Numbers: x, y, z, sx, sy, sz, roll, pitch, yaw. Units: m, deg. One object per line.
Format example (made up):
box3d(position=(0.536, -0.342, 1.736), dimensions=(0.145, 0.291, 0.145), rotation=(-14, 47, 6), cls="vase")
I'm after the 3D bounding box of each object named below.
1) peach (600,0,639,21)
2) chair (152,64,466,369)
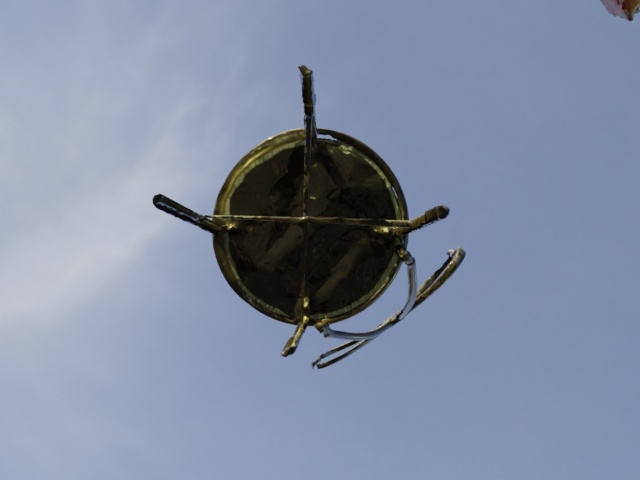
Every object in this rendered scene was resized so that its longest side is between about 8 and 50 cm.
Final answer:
box3d(position=(0.227, -0.223, 0.743), dimensions=(0.127, 0.092, 0.172), rotation=(31, -79, -32), cls="peach")
box3d(position=(0.000, 0.000, 0.851), dimensions=(0.160, 0.325, 0.170), rotation=(-43, -95, 1), cls="chair")
